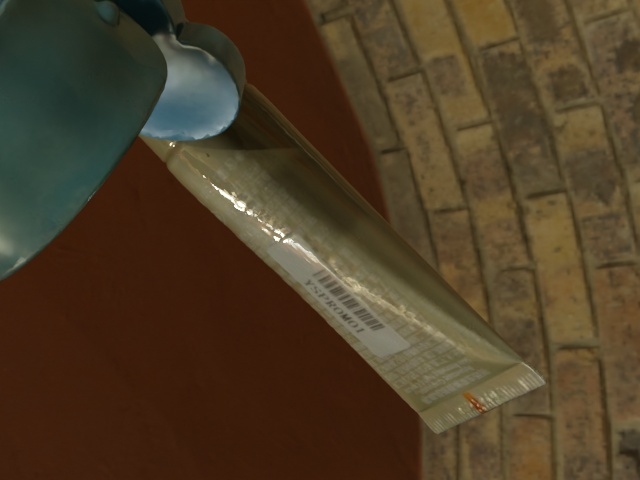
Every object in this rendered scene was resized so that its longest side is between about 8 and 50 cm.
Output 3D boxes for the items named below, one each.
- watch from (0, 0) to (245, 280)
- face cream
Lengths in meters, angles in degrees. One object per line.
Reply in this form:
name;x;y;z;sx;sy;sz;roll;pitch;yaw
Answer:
watch;-0.166;-0.074;0.529;0.211;0.211;0.193;44;-132;-31
face cream;0.000;0.000;0.683;0.341;0.137;0.084;46;-128;-1
